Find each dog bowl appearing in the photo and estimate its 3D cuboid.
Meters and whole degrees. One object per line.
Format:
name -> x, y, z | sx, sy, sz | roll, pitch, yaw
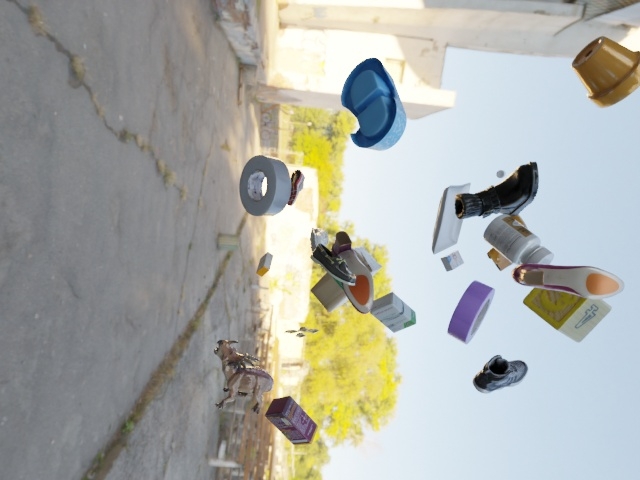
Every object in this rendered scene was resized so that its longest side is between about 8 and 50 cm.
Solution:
dog bowl -> 0.155, -0.385, 1.167 | 0.165, 0.074, 0.298 | -33, -125, 36

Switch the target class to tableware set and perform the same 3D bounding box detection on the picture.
tableware set -> -0.098, 0.482, 2.126 | 0.168, 0.141, 0.020 | 29, 47, -48

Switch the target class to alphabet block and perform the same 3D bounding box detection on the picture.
alphabet block -> 0.968, 0.254, 1.593 | 0.194, 0.197, 0.192 | -56, -148, 11

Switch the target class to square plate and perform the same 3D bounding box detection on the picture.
square plate -> 0.664, -0.123, 2.072 | 0.347, 0.049, 0.345 | -15, 117, -52

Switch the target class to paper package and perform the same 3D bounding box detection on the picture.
paper package -> 0.140, 0.201, 2.148 | 0.325, 0.168, 0.309 | -46, 169, 15

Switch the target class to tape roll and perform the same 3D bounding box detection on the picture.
tape roll -> -0.204, -0.196, 1.470 | 0.219, 0.072, 0.220 | 1, -88, 43
tape roll -> 0.664, 0.315, 1.781 | 0.274, 0.090, 0.275 | -37, 141, -38

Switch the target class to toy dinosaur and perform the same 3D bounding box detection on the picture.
toy dinosaur -> -0.243, 0.472, 1.394 | 0.201, 0.295, 0.127 | -59, -147, 4

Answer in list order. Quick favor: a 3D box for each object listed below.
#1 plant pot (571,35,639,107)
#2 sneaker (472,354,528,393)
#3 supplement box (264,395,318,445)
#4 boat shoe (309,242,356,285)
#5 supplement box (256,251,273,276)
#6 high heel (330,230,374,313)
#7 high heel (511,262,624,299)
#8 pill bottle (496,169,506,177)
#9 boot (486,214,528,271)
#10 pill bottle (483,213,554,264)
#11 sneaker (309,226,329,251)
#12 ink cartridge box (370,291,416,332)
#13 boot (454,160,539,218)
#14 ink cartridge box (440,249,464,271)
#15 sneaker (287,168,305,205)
plant pot -> 1.026, -0.619, 1.456 | 0.205, 0.187, 0.205 | -54, -172, 11
sneaker -> 0.758, 0.530, 1.649 | 0.153, 0.268, 0.101 | 95, -26, -44
supplement box -> -0.110, 0.699, 1.567 | 0.104, 0.188, 0.081 | -25, -160, 35
boat shoe -> 0.050, 0.084, 1.469 | 0.227, 0.081, 0.069 | 34, -78, 40
supplement box -> -0.246, 0.105, 1.795 | 0.062, 0.036, 0.099 | -39, -154, 33
high heel -> 0.131, 0.153, 1.663 | 0.181, 0.127, 0.378 | 91, -11, -56
high heel -> 0.630, 0.100, 1.046 | 0.117, 0.243, 0.082 | -19, 109, -80
pill bottle -> 0.963, -0.354, 2.151 | 0.083, 0.043, 0.044 | -17, 117, -58
boot -> 0.911, 0.003, 1.995 | 0.295, 0.211, 0.104 | 56, 4, -21
pill bottle -> 0.735, 0.016, 1.501 | 0.229, 0.131, 0.131 | 52, -35, 39
sneaker -> 0.000, 0.000, 2.050 | 0.235, 0.094, 0.090 | -96, -160, -62
ink cartridge box -> 0.385, 0.383, 2.145 | 0.153, 0.208, 0.087 | -31, -150, 33
boot -> 0.696, -0.187, 1.626 | 0.348, 0.259, 0.131 | 80, 11, -63
ink cartridge box -> 0.771, 0.118, 2.361 | 0.052, 0.122, 0.089 | -30, -97, 54
sneaker -> -0.144, -0.312, 2.459 | 0.092, 0.087, 0.226 | 31, 77, -57
